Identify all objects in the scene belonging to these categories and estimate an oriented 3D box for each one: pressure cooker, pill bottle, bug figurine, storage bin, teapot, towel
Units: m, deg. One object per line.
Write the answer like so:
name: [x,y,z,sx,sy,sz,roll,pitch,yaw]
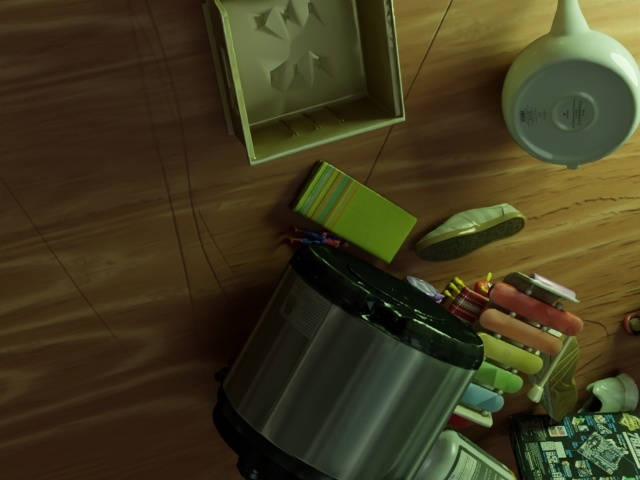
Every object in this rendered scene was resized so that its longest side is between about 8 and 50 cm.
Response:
pressure cooker: [0.022,0.255,1.584,0.375,0.370,0.420,28,96,-6]
pill bottle: [0.262,0.475,1.932,0.278,0.162,0.162,37,97,-17]
bug figurine: [0.342,0.190,1.896,0.279,0.072,0.216,27,103,-33]
storage bin: [-0.025,-0.287,1.453,0.262,0.123,0.260,-18,122,-14]
teapot: [0.433,-0.263,1.641,0.252,0.187,0.256,32,128,-15]
towel: [0.061,-0.048,1.674,0.237,0.021,0.102,29,98,-33]
towel: [0.273,0.233,1.840,0.199,0.031,0.275,26,108,-25]

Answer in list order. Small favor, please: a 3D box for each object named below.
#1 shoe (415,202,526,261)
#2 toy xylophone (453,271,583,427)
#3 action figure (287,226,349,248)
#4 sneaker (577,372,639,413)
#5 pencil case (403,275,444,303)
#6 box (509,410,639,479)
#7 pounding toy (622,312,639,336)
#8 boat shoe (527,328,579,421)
shoe: [0.273,-0.017,1.773,0.219,0.058,0.076,-17,141,-11]
toy xylophone: [0.368,0.203,1.777,0.236,0.081,0.323,16,111,-16]
action figure: [0.000,0.000,1.673,0.115,0.030,0.038,8,108,-29]
sneaker: [0.629,0.421,2.142,0.121,0.099,0.262,-3,109,-14]
pencil case: [0.151,0.168,1.791,0.086,0.088,0.206,16,107,-32]
box: [0.558,0.467,1.953,0.293,0.295,0.073,-2,117,1]
pounding toy: [0.740,0.155,2.054,0.183,0.110,0.237,35,69,-23]
boat shoe: [0.468,0.267,1.959,0.098,0.096,0.277,-36,139,-22]
